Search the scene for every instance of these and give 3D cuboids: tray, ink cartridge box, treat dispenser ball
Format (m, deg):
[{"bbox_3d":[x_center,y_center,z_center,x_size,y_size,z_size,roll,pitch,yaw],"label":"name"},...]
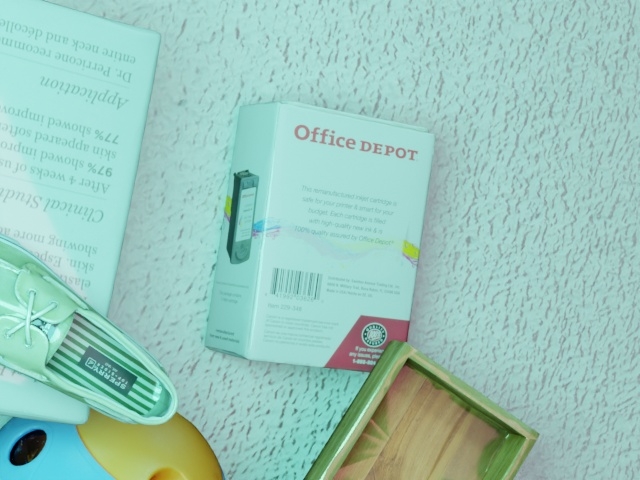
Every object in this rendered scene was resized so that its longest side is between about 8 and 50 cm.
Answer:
[{"bbox_3d":[0.062,0.345,1.763,0.203,0.076,0.411,35,80,-11],"label":"tray"},{"bbox_3d":[0.000,0.000,1.827,0.226,0.131,0.306,10,86,-29],"label":"ink cartridge box"},{"bbox_3d":[-0.239,0.301,1.615,0.288,0.288,0.288,-1,92,-29],"label":"treat dispenser ball"}]

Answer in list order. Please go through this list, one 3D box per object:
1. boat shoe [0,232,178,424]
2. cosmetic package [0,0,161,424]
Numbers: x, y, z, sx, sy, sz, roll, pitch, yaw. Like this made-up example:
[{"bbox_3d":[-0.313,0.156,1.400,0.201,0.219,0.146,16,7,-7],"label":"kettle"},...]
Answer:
[{"bbox_3d":[-0.249,0.072,1.341,0.302,0.094,0.109,32,77,-26],"label":"boat shoe"},{"bbox_3d":[-0.397,-0.046,1.495,0.329,0.327,0.393,14,84,-28],"label":"cosmetic package"}]
